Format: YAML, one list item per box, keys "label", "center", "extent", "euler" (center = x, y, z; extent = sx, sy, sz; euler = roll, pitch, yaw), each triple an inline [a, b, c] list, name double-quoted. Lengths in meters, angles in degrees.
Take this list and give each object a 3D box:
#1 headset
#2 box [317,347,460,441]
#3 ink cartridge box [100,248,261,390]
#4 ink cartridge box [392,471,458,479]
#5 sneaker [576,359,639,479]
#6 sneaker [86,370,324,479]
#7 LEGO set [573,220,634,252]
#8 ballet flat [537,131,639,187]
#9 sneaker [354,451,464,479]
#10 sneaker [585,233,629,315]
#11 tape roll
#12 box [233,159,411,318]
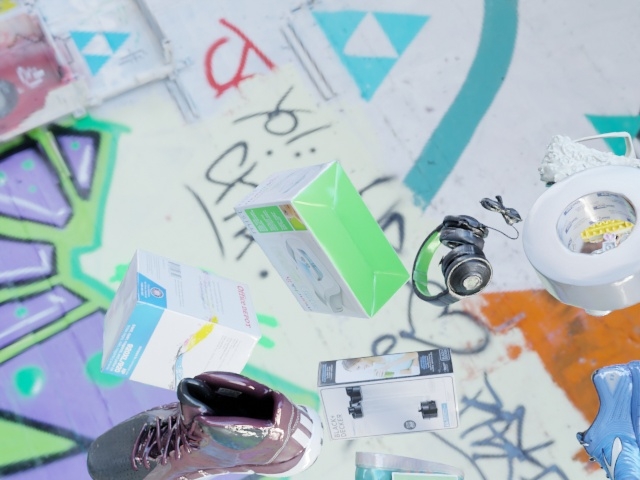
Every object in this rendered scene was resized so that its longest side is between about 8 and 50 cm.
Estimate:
- label: "headset"
  center: [0.369, 0.018, 2.002]
  extent: [0.394, 0.185, 0.243]
  euler: [-37, -143, 42]
- label: "box"
  center: [0.148, 0.336, 1.620]
  extent: [0.087, 0.290, 0.169]
  euler: [-84, 166, -58]
- label: "ink cartridge box"
  center: [-0.254, 0.157, 1.357]
  extent: [0.168, 0.233, 0.171]
  euler: [-59, -154, 21]
- label: "ink cartridge box"
  center: [0.193, 0.571, 1.431]
  extent: [0.056, 0.171, 0.235]
  euler: [-32, -127, 51]
- label: "sneaker"
  center: [0.529, 0.373, 1.293]
  extent: [0.147, 0.130, 0.330]
  euler: [-7, -100, 38]
- label: "sneaker"
  center: [-0.149, 0.193, 0.799]
  extent: [0.162, 0.281, 0.106]
  euler: [64, 18, -52]
- label: "LEGO set"
  center: [0.593, 0.011, 1.400]
  extent: [0.287, 0.132, 0.107]
  euler: [9, -12, 32]
- label: "ballet flat"
  center: [0.675, -0.163, 1.595]
  extent: [0.147, 0.409, 0.147]
  euler: [-175, -90, -89]
- label: "sneaker"
  center: [0.178, 0.503, 1.515]
  extent: [0.108, 0.302, 0.121]
  euler: [-12, -116, 48]
- label: "sneaker"
  center: [0.615, 0.047, 1.559]
  extent: [0.087, 0.228, 0.092]
  euler: [11, -35, 53]
- label: "tape roll"
  center: [0.416, -0.006, 1.106]
  extent: [0.072, 0.219, 0.219]
  euler: [48, 1, -41]
- label: "box"
  center: [0.000, 0.000, 1.372]
  extent: [0.231, 0.127, 0.262]
  euler: [-1, -53, 57]
